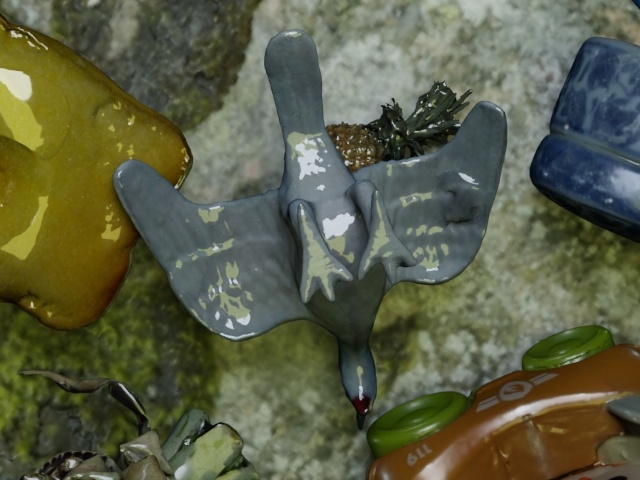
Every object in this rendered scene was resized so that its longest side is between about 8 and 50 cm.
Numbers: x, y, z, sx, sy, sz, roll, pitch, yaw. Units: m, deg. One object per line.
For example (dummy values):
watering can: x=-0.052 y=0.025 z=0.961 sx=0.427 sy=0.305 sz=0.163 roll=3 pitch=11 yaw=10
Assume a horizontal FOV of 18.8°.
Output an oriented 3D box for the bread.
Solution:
bread: x=-0.205 y=-0.056 z=1.180 sx=0.233 sy=0.088 sz=0.161 roll=34 pitch=93 yaw=-16

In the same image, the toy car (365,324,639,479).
toy car: x=0.153 y=0.163 z=1.213 sx=0.235 sy=0.235 sz=0.145 roll=-24 pitch=101 yaw=-9

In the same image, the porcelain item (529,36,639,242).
porcelain item: x=0.216 y=-0.055 z=1.237 sx=0.147 sy=0.147 sz=0.114 roll=21 pitch=92 yaw=-14

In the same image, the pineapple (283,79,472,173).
pineapple: x=0.039 y=-0.066 z=1.253 sx=0.124 sy=0.058 sz=0.058 roll=-30 pitch=102 yaw=-18

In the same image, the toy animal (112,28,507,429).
toy animal: x=0.000 y=0.000 z=1.192 sx=0.239 sy=0.176 sz=0.255 roll=-10 pitch=93 yaw=-7

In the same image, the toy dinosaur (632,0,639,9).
toy dinosaur: x=0.117 y=-0.244 z=1.213 sx=0.076 sy=0.144 sz=0.329 roll=-33 pitch=89 yaw=-2

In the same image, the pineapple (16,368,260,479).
pineapple: x=-0.154 y=0.214 z=1.179 sx=0.271 sy=0.262 sz=0.262 roll=-37 pitch=103 yaw=-30
